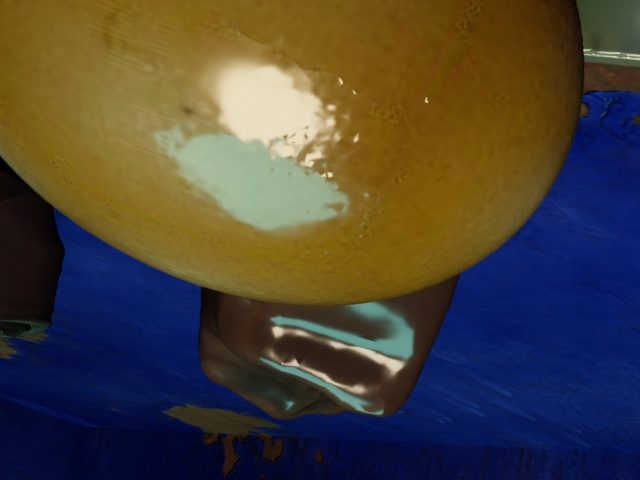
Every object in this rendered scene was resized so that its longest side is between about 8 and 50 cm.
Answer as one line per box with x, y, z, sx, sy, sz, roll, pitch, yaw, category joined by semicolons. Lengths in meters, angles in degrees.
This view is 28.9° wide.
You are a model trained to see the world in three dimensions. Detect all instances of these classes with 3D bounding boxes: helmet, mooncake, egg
-0.421;-0.012;1.365;0.305;0.177;0.225;21;168;-9;helmet
0.000;0.000;0.947;0.174;0.334;0.326;16;-159;-8;mooncake
-0.035;-0.119;0.621;0.351;0.283;0.282;34;166;15;egg

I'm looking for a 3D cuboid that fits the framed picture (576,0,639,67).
0.145;-0.183;0.772;0.192;0.018;0.265;8;161;16;framed picture
